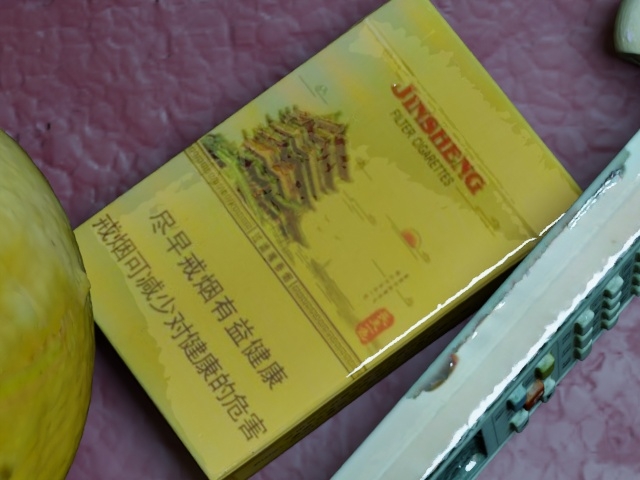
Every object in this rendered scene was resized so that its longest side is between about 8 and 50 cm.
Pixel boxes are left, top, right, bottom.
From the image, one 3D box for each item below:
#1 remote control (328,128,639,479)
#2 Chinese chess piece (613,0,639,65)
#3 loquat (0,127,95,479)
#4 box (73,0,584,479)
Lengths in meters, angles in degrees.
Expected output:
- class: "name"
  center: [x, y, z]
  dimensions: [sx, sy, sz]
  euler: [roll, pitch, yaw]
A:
- class: "remote control"
  center: [0.122, 0.051, 1.058]
  dimensions: [0.050, 0.145, 0.344]
  euler: [41, 84, 15]
- class: "Chinese chess piece"
  center: [0.232, -0.117, 1.097]
  dimensions: [0.122, 0.122, 0.051]
  euler: [16, 94, 7]
- class: "loquat"
  center: [-0.276, 0.064, 0.999]
  dimensions: [0.328, 0.328, 0.328]
  euler: [-1, 77, 4]
- class: "box"
  center: [0.000, 0.000, 1.113]
  dimensions: [0.274, 0.076, 0.174]
  euler: [-36, 79, -4]
